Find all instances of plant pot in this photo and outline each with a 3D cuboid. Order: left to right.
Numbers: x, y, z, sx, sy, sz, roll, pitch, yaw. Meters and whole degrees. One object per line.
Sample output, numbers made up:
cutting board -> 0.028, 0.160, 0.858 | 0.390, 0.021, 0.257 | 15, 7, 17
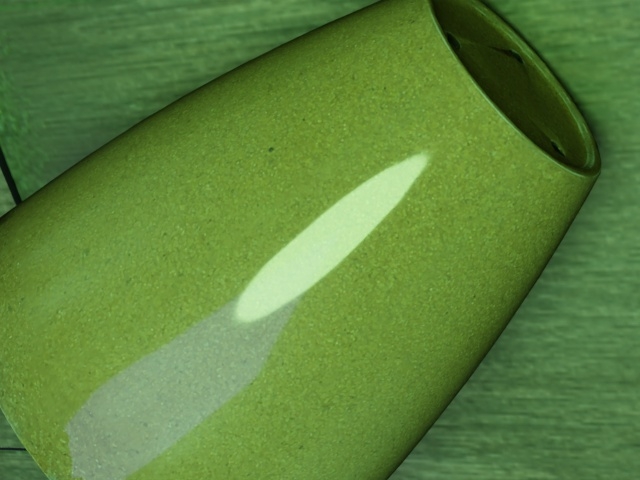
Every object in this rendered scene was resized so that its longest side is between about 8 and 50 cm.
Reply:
plant pot -> 0.000, 0.000, 0.792 | 0.237, 0.237, 0.254 | 46, 114, -5
